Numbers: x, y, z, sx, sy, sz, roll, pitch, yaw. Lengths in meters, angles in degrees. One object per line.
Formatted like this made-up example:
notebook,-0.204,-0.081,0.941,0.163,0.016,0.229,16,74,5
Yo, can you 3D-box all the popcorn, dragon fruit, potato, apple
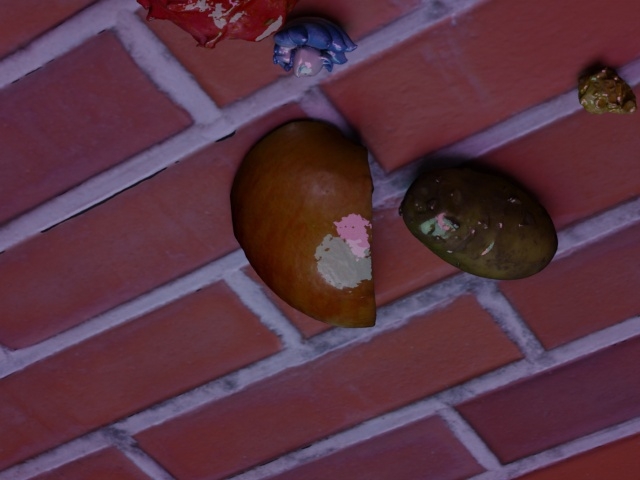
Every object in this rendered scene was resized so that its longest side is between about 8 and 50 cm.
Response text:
popcorn,0.373,-0.192,1.730,0.083,0.060,0.068,16,171,-2
dragon fruit,-0.106,-0.322,1.533,0.268,0.205,0.210,5,98,-46
potato,0.224,-0.023,1.857,0.251,0.113,0.149,17,124,-26
apple,0.000,0.000,1.872,0.179,0.254,0.346,-33,141,-26

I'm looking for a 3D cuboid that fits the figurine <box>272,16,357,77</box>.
figurine,-0.006,-0.241,1.677,0.114,0.079,0.114,5,159,2
